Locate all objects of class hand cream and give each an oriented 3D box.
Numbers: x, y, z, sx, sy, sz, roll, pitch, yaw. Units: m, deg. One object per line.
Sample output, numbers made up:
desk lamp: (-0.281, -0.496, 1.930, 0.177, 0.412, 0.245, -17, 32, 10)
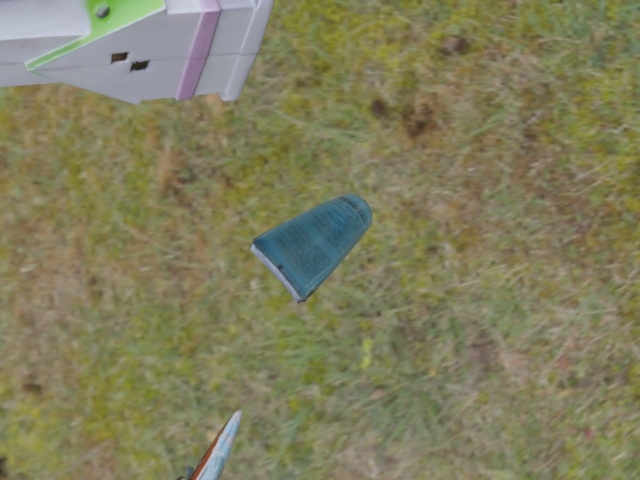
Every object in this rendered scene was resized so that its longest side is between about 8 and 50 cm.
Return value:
hand cream: (0.000, 0.000, 1.534, 0.083, 0.224, 0.048, 50, 121, 3)

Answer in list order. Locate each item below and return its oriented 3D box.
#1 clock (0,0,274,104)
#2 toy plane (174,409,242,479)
clock: (-0.219, -0.213, 1.022, 0.166, 0.309, 0.235, 119, 138, -56)
toy plane: (-0.171, 0.330, 1.608, 0.223, 0.104, 0.326, 27, 88, -19)
